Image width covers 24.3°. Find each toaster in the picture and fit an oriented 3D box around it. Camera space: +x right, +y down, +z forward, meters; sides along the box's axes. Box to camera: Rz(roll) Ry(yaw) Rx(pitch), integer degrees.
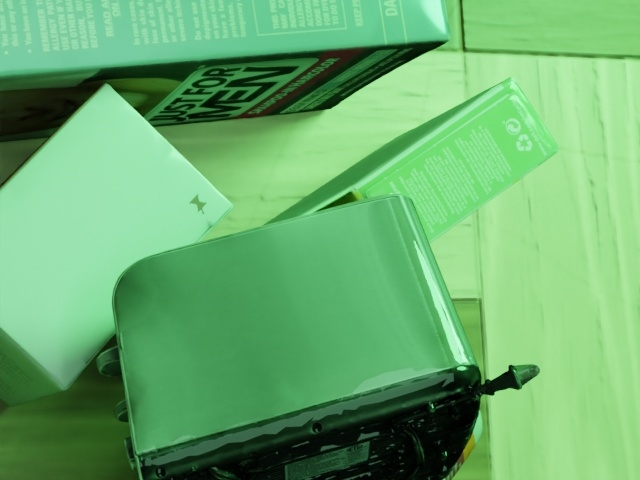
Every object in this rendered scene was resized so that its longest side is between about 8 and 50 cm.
[{"bbox_3d":[-0.008,0.071,0.720,0.186,0.168,0.110,-15,67,-7],"label":"toaster"}]

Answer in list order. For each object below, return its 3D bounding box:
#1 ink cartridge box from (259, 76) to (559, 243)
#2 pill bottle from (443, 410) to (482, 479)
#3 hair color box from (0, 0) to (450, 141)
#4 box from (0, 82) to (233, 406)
[{"bbox_3d":[0.000,0.000,0.844,0.235,0.171,0.056,-35,95,-21],"label":"ink cartridge box"},{"bbox_3d":[-0.015,0.156,0.842,0.121,0.121,0.221,43,71,-10],"label":"pill bottle"},{"bbox_3d":[-0.142,-0.124,0.801,0.374,0.185,0.113,-7,85,-21],"label":"hair color box"},{"bbox_3d":[-0.141,0.009,0.790,0.091,0.170,0.130,45,69,-8],"label":"box"}]
